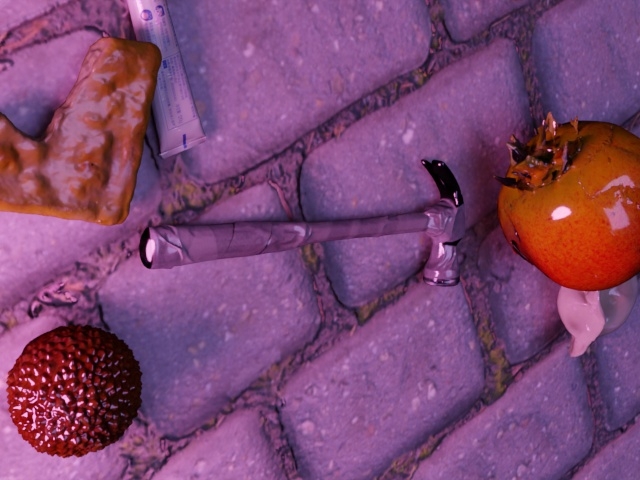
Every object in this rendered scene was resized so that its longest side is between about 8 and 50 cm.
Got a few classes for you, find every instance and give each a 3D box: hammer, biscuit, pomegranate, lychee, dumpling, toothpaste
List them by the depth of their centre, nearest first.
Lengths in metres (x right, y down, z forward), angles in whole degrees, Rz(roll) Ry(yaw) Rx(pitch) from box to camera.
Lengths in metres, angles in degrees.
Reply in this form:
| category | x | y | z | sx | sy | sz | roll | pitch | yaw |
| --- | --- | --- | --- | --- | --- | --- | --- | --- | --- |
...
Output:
| category | x | y | z | sx | sy | sz | roll | pitch | yaw |
| --- | --- | --- | --- | --- | --- | --- | --- | --- | --- |
| biscuit | -0.233 | -0.098 | 0.949 | 0.183 | 0.039 | 0.174 | 1 | 108 | -39 |
| lychee | -0.223 | 0.139 | 0.974 | 0.129 | 0.123 | 0.123 | -71 | 142 | -52 |
| toothpaste | -0.152 | -0.183 | 1.009 | 0.052 | 0.033 | 0.218 | -26 | 119 | -27 |
| hammer | -0.001 | 0.000 | 1.168 | 0.427 | 0.044 | 0.152 | -9 | 105 | -37 |
| pomegranate | 0.312 | -0.049 | 1.301 | 0.235 | 0.210 | 0.210 | 38 | 76 | -38 |
| dumpling | 0.368 | 0.067 | 1.422 | 0.169 | 0.100 | 0.134 | -46 | 168 | -7 |
